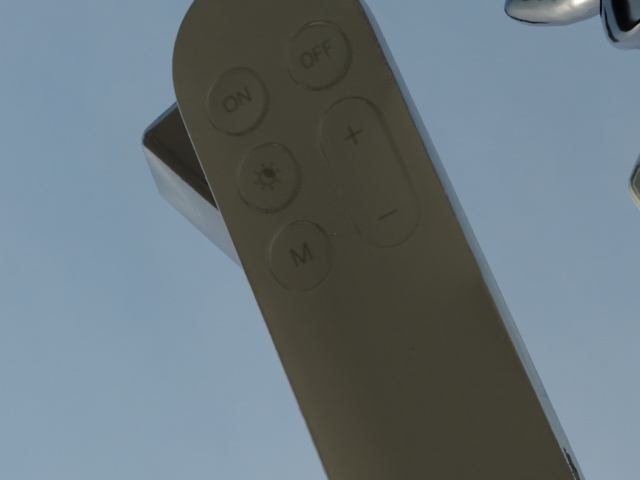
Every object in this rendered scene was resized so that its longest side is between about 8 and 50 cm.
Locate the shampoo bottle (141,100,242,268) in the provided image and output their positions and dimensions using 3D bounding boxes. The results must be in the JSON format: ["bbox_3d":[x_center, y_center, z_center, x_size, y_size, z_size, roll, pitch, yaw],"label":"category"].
[{"bbox_3d":[0.000,0.000,0.784,0.246,0.080,0.079,40,-107,24],"label":"shampoo bottle"}]

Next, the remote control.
[{"bbox_3d":[0.017,0.015,0.424,0.077,0.022,0.245,-28,-106,19],"label":"remote control"}]

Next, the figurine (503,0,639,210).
[{"bbox_3d":[0.118,-0.096,0.374,0.236,0.133,0.176,54,-36,15],"label":"figurine"}]
